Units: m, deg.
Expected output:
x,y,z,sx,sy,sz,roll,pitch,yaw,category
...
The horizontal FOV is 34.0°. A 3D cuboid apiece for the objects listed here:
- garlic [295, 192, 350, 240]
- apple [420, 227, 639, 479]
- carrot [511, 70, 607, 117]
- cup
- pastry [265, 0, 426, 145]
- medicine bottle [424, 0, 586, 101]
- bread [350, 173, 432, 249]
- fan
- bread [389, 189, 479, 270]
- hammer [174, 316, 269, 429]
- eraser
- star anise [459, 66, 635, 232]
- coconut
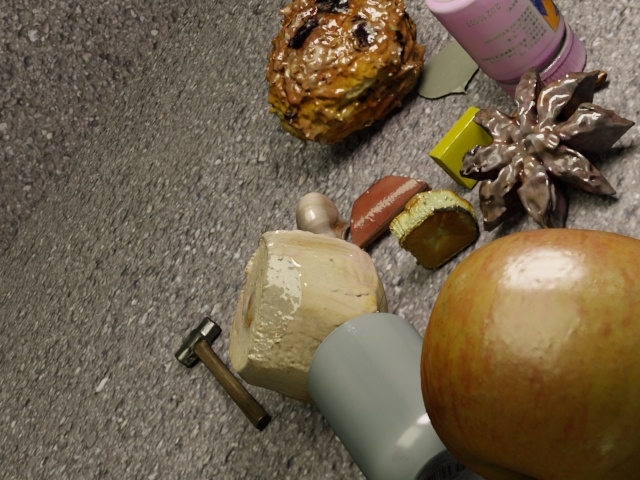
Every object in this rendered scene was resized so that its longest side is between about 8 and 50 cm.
x,y,z,sx,sy,sz,roll,pitch,yaw,category
0.005,-0.006,2.086,0.099,0.124,0.174,-21,68,15,garlic
0.319,0.175,1.303,0.400,0.400,0.333,-14,60,42,apple
0.432,-0.253,1.891,0.191,0.047,0.047,-27,40,25,carrot
0.127,0.273,1.588,0.205,0.205,0.312,-46,35,6,cup
0.058,-0.403,2.252,0.338,0.292,0.405,-16,36,26,pastry
0.339,-0.394,1.906,0.178,0.291,0.178,-30,39,28,medicine bottle
0.121,-0.072,2.049,0.192,0.067,0.119,-42,34,11,bread
0.287,-0.327,2.154,0.182,0.010,0.310,-38,33,19,fan
0.203,-0.026,1.855,0.140,0.128,0.069,-42,39,17,bread
-0.188,0.275,2.106,0.111,0.043,0.365,-50,36,-2,hammer
0.276,-0.172,1.940,0.122,0.097,0.045,-51,27,-2,eraser
0.369,-0.158,1.775,0.332,0.118,0.331,-13,67,33,star anise
-0.010,0.140,1.822,0.297,0.255,0.297,-169,90,-75,coconut
